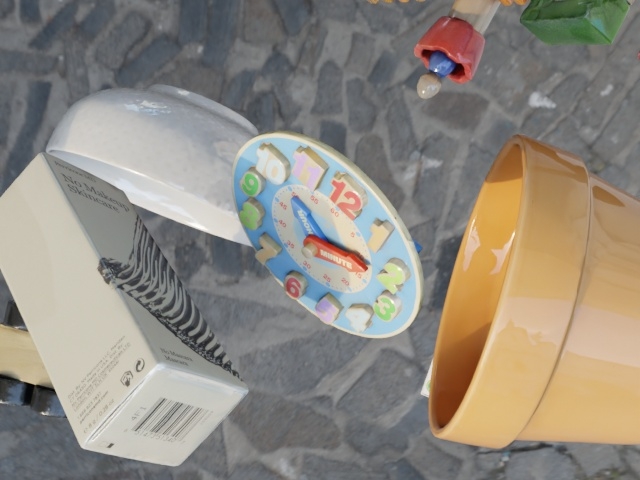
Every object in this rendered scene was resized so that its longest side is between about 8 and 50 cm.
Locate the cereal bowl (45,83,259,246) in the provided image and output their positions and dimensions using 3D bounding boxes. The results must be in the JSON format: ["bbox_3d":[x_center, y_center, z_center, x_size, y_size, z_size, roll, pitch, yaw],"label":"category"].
[{"bbox_3d":[-0.180,-0.110,1.275,0.339,0.339,0.141,22,83,-2],"label":"cereal bowl"}]

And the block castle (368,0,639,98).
[{"bbox_3d":[0.194,-0.283,1.015,0.303,0.453,0.213,33,83,-32],"label":"block castle"}]

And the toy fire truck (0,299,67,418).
[{"bbox_3d":[-0.254,0.172,1.178,0.217,0.246,0.158,9,88,22],"label":"toy fire truck"}]

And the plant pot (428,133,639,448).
[{"bbox_3d":[0.237,0.068,0.890,0.203,0.291,0.291,16,71,1],"label":"plant pot"}]

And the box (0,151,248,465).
[{"bbox_3d":[-0.179,0.052,0.802,0.094,0.113,0.275,-47,52,11],"label":"box"}]

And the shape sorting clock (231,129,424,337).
[{"bbox_3d":[0.000,0.000,0.808,0.206,0.206,0.040,46,53,7],"label":"shape sorting clock"}]

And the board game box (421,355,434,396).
[{"bbox_3d":[0.221,0.075,1.261,0.053,0.193,0.305,18,82,20],"label":"board game box"}]
